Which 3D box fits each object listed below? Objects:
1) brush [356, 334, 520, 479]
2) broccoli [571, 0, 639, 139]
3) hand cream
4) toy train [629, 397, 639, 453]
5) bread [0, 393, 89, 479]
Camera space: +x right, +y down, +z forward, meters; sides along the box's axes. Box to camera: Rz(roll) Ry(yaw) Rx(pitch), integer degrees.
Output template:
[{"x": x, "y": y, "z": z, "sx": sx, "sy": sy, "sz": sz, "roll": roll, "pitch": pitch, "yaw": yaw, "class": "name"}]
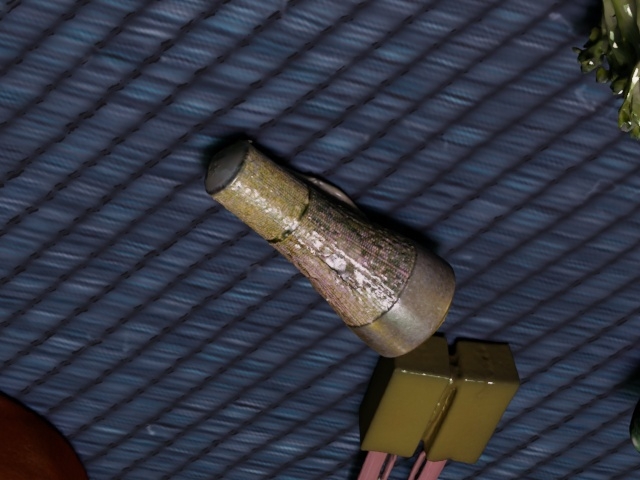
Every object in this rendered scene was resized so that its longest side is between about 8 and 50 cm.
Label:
[{"x": 0.072, "y": 0.170, "z": 1.397, "sx": 0.103, "sy": 0.047, "sz": 0.233, "roll": 8, "pitch": 132, "yaw": -15, "class": "brush"}, {"x": 0.166, "y": -0.220, "z": 0.966, "sx": 0.361, "sy": 0.221, "sz": 0.252, "roll": 36, "pitch": 155, "yaw": -33, "class": "broccoli"}, {"x": 0.000, "y": 0.000, "z": 1.216, "sx": 0.203, "sy": 0.084, "sz": 0.084, "roll": 36, "pitch": 120, "yaw": -25, "class": "hand cream"}, {"x": 0.403, "y": 0.144, "z": 1.353, "sx": 0.304, "sy": 0.150, "sz": 0.221, "roll": 17, "pitch": 122, "yaw": -19, "class": "toy train"}, {"x": -0.327, "y": 0.245, "z": 1.370, "sx": 0.295, "sy": 0.114, "sz": 0.328, "roll": -18, "pitch": 132, "yaw": 8, "class": "bread"}]
